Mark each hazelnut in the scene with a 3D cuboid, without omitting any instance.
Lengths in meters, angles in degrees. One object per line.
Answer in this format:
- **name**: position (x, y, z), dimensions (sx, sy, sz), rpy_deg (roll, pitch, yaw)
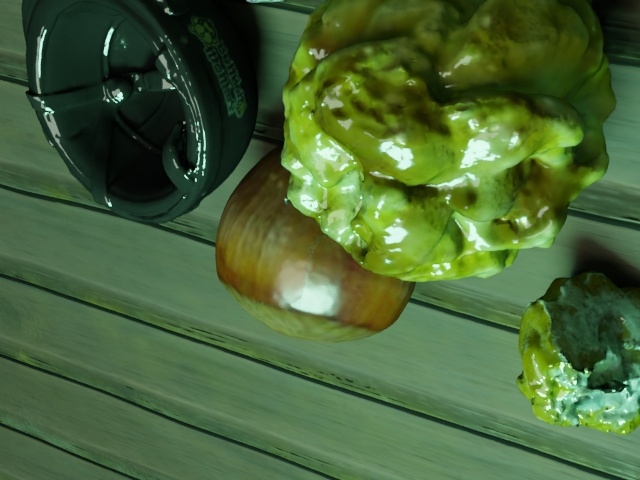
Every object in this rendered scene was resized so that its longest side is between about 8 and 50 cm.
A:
- **hazelnut**: position (0.000, 0.000, 1.377), dimensions (0.214, 0.176, 0.214), rpy_deg (5, 102, 22)

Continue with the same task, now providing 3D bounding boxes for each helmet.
- **helmet**: position (-0.161, -0.165, 1.376), dimensions (0.230, 0.160, 0.279), rpy_deg (-7, 105, 43)

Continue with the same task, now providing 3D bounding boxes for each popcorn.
- **popcorn**: position (0.102, -0.092, 1.125), dimensions (0.282, 0.247, 0.282), rpy_deg (2, 136, 2)

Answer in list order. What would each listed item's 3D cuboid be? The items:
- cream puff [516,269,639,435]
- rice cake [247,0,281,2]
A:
- **cream puff**: position (0.243, 0.109, 1.294), dimensions (0.156, 0.156, 0.121), rpy_deg (94, 156, -43)
- **rice cake**: position (-0.078, -0.313, 1.270), dimensions (0.043, 0.034, 0.211), rpy_deg (1, 124, 36)
